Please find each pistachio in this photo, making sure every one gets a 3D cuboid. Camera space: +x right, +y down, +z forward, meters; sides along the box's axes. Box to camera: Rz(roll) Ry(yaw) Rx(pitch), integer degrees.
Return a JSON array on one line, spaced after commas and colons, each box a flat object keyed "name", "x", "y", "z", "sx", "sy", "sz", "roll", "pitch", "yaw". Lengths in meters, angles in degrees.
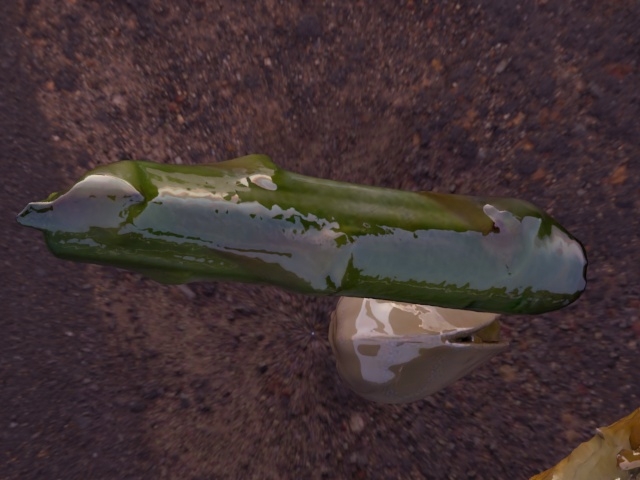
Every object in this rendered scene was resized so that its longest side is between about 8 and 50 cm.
[{"name": "pistachio", "x": 0.092, "y": 0.083, "z": 0.843, "sx": 0.152, "sy": 0.223, "sz": 0.126, "roll": 2, "pitch": 94, "yaw": 37}]

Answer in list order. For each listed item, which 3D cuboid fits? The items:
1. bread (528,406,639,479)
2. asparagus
[{"name": "bread", "x": 0.237, "y": 0.304, "z": 0.775, "sx": 0.375, "sy": 0.165, "sz": 0.236, "roll": -43, "pitch": 73, "yaw": 30}, {"name": "asparagus", "x": 0.000, "y": -0.001, "z": 0.530, "sx": 0.343, "sy": 0.085, "sz": 0.082, "roll": 6, "pitch": 121, "yaw": -22}]
